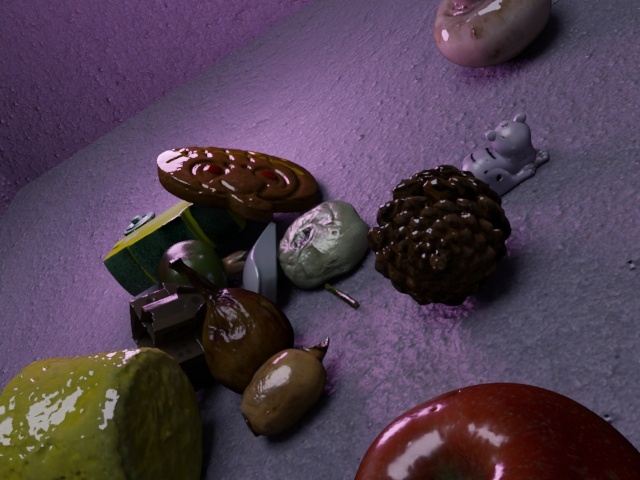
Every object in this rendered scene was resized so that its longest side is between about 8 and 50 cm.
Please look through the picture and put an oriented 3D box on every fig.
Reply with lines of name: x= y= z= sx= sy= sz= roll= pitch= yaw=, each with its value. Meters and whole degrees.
fig: x=-0.166 y=0.154 z=1.421 sx=0.190 sy=0.290 sz=0.191 roll=-21 pitch=29 yaw=12

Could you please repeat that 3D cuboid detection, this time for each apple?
apple: x=0.202 y=0.321 z=0.801 sx=0.348 sy=0.277 sz=0.348 roll=-29 pitch=31 yaw=20

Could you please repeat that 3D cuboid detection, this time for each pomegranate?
pomegranate: x=-0.273 y=0.083 z=1.767 sx=0.225 sy=0.187 sz=0.187 roll=-20 pitch=28 yaw=-12

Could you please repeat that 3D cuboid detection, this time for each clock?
clock: x=0.340 y=-0.161 z=1.433 sx=0.176 sy=0.117 sz=0.080 roll=-35 pitch=30 yaw=11

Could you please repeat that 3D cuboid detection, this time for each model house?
model house: x=-0.255 y=0.175 z=1.579 sx=0.243 sy=0.204 sz=0.211 roll=-21 pitch=56 yaw=-28

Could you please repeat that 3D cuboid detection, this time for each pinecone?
pinecone: x=0.213 y=-0.007 z=1.282 sx=0.243 sy=0.243 sz=0.257 roll=-25 pitch=-9 yaw=25

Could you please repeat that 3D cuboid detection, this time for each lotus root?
lotus root: x=-0.057 y=0.257 z=1.338 sx=0.221 sy=0.118 sz=0.125 roll=-48 pitch=48 yaw=-7

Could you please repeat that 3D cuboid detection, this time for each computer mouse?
computer mouse: x=-0.131 y=0.059 z=1.660 sx=0.079 sy=0.128 sz=0.231 roll=5 pitch=34 yaw=-4

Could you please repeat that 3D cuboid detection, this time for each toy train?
toy train: x=-0.371 y=-0.023 z=1.950 sx=0.442 sy=0.179 sz=0.272 roll=-31 pitch=19 yaw=16

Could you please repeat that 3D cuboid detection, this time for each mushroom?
mushroom: x=0.385 y=-0.569 z=1.743 sx=0.297 sy=0.290 sz=0.297 roll=-28 pitch=34 yaw=21

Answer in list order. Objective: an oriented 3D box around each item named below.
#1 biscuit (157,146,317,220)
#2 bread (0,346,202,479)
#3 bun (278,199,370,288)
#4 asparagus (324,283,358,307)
biscuit: x=-0.193 y=-0.153 z=1.811 sx=0.350 sy=0.394 sz=0.070 roll=49 pitch=133 yaw=52
bread: x=-0.397 y=0.360 z=1.366 sx=0.307 sy=0.348 sz=0.348 roll=-22 pitch=35 yaw=23
bun: x=0.003 y=-0.001 z=1.610 sx=0.221 sy=0.108 sz=0.221 roll=-28 pitch=32 yaw=20
asparagus: x=0.040 y=0.111 z=1.513 sx=0.015 sy=0.018 sz=0.127 roll=-23 pitch=25 yaw=-21
